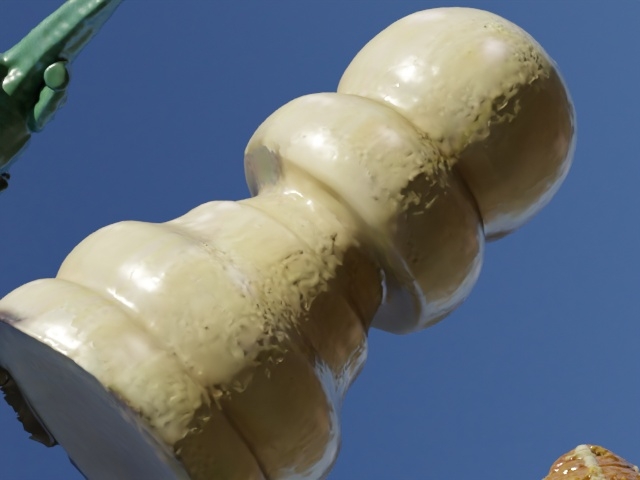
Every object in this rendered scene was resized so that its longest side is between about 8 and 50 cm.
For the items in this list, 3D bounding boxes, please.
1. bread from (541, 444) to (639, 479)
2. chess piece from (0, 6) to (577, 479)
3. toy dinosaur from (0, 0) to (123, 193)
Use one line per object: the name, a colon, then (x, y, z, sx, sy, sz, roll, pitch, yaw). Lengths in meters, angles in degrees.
bread: (0.163, 0.205, 1.038, 0.105, 0.076, 0.233, 10, -130, 3)
chess piece: (0.000, 0.000, 0.739, 0.261, 0.143, 0.143, -44, -67, -22)
toy dinosaur: (-0.225, -0.095, 1.273, 0.079, 0.292, 0.120, 43, -151, -3)
